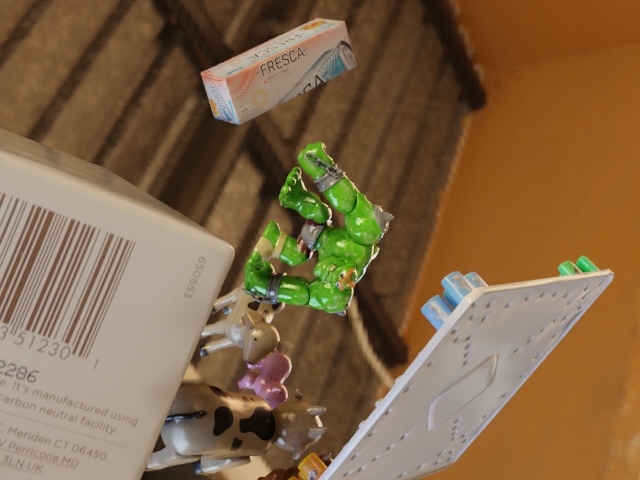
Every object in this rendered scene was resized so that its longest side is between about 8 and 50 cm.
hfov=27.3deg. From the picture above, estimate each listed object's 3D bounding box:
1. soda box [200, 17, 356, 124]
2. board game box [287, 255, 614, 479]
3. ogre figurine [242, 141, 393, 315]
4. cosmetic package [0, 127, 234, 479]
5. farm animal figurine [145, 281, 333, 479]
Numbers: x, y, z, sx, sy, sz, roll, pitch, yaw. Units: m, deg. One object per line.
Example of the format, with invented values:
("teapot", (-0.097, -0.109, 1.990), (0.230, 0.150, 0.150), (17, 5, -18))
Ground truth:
("soda box", (-0.049, -0.204, 1.573), (0.183, 0.058, 0.063), (-30, -62, -26))
("board game box", (0.166, 0.179, 1.685), (0.050, 0.390, 0.390), (47, -153, 24))
("ogre figurine", (0.000, 0.000, 1.380), (0.197, 0.118, 0.097), (-64, -3, 13))
("cosmetic package", (-0.341, 0.059, 1.239), (0.329, 0.393, 0.327), (21, -87, -28))
("farm animal figurine", (-0.089, 0.211, 1.661), (0.326, 0.172, 0.330), (-10, -99, -54))
